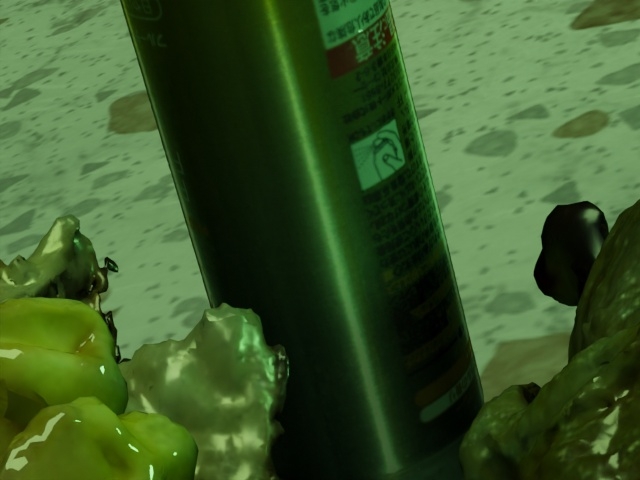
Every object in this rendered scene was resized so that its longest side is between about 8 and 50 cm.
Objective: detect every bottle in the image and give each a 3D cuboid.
[{"bbox_3d":[0.000,0.000,0.626,0.082,0.286,0.082,-13,23,6],"label":"bottle"}]

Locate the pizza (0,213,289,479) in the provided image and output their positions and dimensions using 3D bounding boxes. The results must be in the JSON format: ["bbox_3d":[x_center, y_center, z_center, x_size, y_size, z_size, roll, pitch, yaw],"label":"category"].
[{"bbox_3d":[-0.109,0.105,0.613,0.089,0.223,0.323,16,4,-33],"label":"pizza"}]

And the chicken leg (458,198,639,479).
[{"bbox_3d":[0.113,0.103,0.521,0.211,0.140,0.361,-29,25,40],"label":"chicken leg"}]

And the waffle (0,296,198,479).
[{"bbox_3d":[-0.128,0.150,0.485,0.329,0.062,0.329,-29,48,39],"label":"waffle"}]
